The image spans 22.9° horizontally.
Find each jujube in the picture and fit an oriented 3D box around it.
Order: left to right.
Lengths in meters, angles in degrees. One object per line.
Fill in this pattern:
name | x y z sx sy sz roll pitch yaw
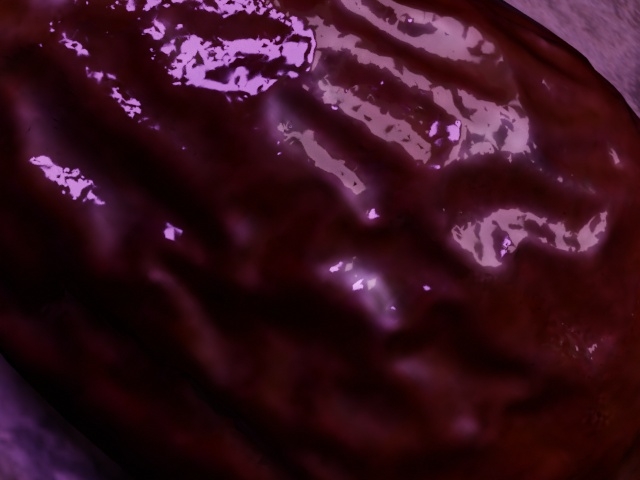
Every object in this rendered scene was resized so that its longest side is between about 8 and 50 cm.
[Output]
jujube | 0.000 0.000 0.473 0.243 0.183 0.183 35 33 -10
